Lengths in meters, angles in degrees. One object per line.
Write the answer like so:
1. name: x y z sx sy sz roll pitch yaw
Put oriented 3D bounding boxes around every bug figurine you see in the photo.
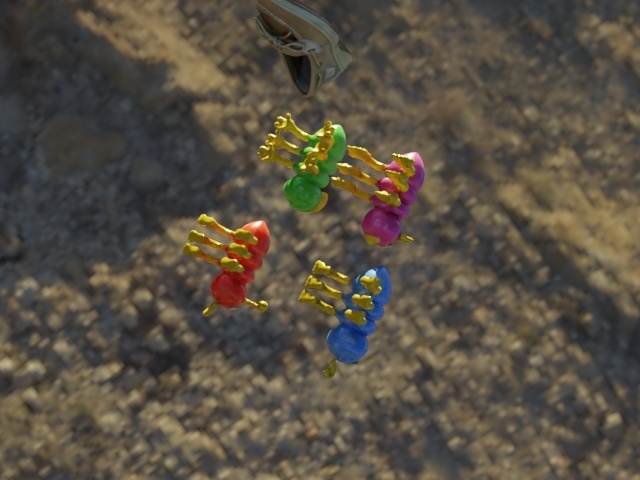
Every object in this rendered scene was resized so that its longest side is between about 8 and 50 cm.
1. bug figurine: 0.000 0.000 1.551 0.072 0.279 0.216 31 85 -38

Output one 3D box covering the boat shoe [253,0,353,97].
1. boat shoe: -0.018 -0.147 1.278 0.056 0.048 0.153 38 0 16
